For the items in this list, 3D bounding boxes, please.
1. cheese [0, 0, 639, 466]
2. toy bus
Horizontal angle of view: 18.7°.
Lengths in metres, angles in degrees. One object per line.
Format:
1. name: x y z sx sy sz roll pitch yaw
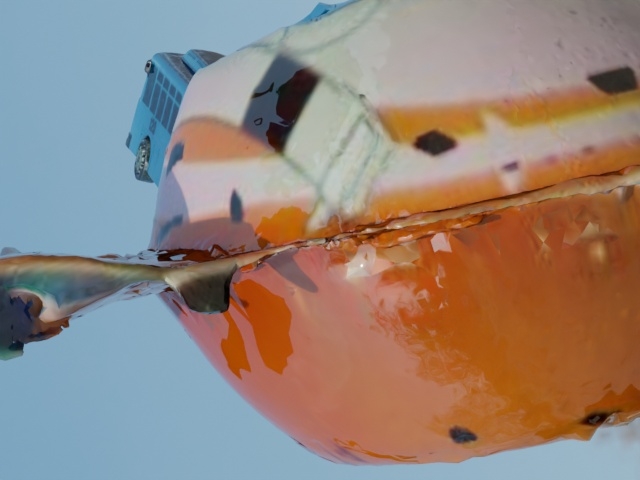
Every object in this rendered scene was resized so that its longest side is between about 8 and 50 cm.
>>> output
1. cheese: 0.000 0.000 0.536 0.329 0.217 0.129 -11 -90 -23
2. toy bus: -0.079 -0.075 1.443 0.184 0.090 0.106 -132 54 -63
